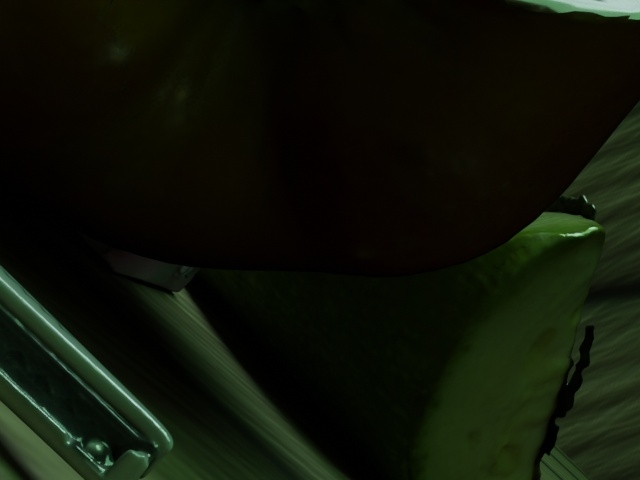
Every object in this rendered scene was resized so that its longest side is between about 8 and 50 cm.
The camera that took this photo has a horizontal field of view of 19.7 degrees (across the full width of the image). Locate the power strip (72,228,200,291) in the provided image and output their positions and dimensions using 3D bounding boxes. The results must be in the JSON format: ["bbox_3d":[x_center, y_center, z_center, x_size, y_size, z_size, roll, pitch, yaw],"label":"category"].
[{"bbox_3d":[-0.143,-0.083,0.714,0.279,0.037,0.109,44,3,11],"label":"power strip"}]

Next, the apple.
[{"bbox_3d":[-0.020,-0.163,0.595,0.295,0.328,0.365,51,29,-41],"label":"apple"}]

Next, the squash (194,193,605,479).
[{"bbox_3d":[0.000,0.000,0.787,0.252,0.093,0.169,46,-41,39],"label":"squash"}]

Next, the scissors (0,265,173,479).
[{"bbox_3d":[-0.094,-0.011,0.369,0.176,0.022,0.085,40,-1,21],"label":"scissors"}]
